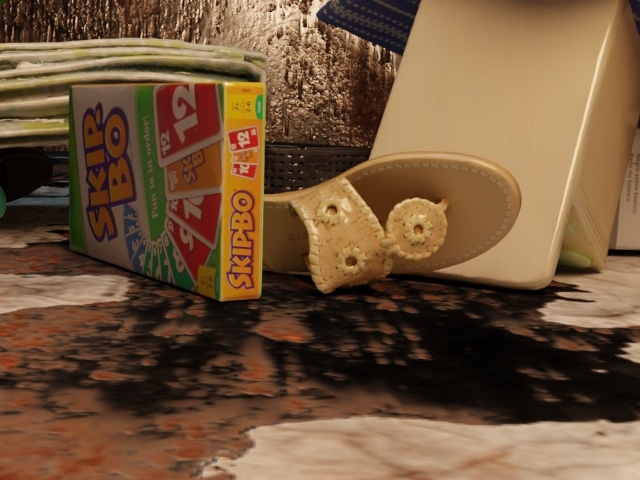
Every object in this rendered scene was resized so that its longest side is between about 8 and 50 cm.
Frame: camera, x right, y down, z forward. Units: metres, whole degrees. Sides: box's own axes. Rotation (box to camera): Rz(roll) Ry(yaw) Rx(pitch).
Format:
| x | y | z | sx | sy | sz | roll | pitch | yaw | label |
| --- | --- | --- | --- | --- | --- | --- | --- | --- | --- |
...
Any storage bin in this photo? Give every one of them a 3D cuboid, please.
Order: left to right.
| x | y | z | sx | sy | sz | roll | pitch | yaw | label |
| --- | --- | --- | --- | --- | --- | --- | --- | --- | --- |
| -0.044 | -0.046 | 0.928 | 0.122 | 0.084 | 0.180 | -4 | 8 | -43 | storage bin |

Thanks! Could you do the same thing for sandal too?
| x | y | z | sx | sy | sz | roll | pitch | yaw | label |
| --- | --- | --- | --- | --- | --- | --- | --- | --- | --- |
| 0.002 | 0.005 | 0.646 | 0.240 | 0.088 | 0.079 | -2 | 35 | 28 | sandal |

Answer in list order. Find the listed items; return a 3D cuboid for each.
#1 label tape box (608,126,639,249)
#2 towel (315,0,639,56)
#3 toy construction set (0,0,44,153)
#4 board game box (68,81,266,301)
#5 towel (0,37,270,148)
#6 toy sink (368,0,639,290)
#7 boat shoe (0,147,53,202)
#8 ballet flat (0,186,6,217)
| x | y | z | sx | sy | sz | roll | pitch | yaw | label |
| --- | --- | --- | --- | --- | --- | --- | --- | --- | --- |
| 0.327 | -0.051 | 0.981 | 0.347 | 0.115 | 0.249 | 4 | 6 | -1 | label tape box |
| 0.176 | -0.178 | 0.809 | 0.243 | 0.040 | 0.336 | 20 | -16 | -25 | towel |
| -0.492 | -0.198 | 1.277 | 0.257 | 0.309 | 0.237 | 7 | -3 | -43 | toy construction set |
| -0.115 | -0.042 | 0.686 | 0.039 | 0.124 | 0.259 | -3 | 8 | -32 | board game box |
| -0.253 | -0.132 | 0.962 | 0.320 | 0.090 | 0.374 | -6 | 7 | -27 | towel |
| 0.137 | -0.058 | 0.766 | 0.152 | 0.234 | 0.131 | 7 | -21 | 30 | toy sink |
| -0.350 | -0.061 | 1.069 | 0.060 | 0.064 | 0.178 | 15 | 19 | 40 | boat shoe |
| -0.321 | -0.026 | 0.774 | 0.070 | 0.070 | 0.188 | 5 | 4 | 24 | ballet flat |
